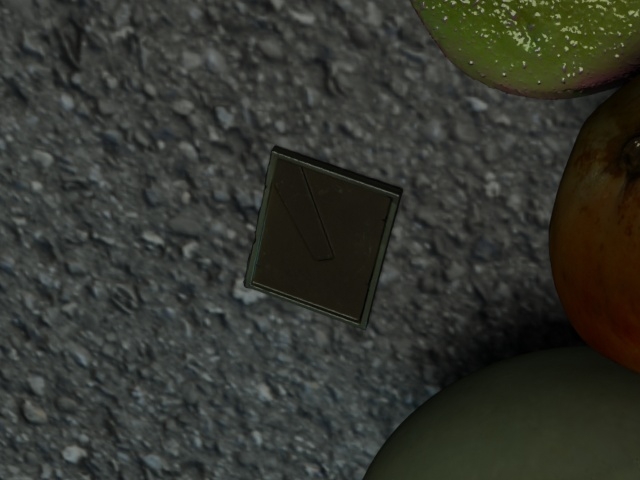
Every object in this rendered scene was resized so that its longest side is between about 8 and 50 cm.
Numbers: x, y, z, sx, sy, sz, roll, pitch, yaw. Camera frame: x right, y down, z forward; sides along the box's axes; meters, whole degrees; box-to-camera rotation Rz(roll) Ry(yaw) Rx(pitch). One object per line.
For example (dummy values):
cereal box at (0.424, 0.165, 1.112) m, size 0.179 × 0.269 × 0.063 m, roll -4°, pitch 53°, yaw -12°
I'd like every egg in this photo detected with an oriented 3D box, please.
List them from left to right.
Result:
egg at (0.195, 0.219, 1.476) m, size 0.336 × 0.278 × 0.278 m, roll -20°, pitch 117°, yaw 39°

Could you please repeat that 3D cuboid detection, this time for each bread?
bread at (0.151, -0.190, 1.341) m, size 0.228 × 0.033 × 0.228 m, roll 11°, pitch 130°, yaw 13°

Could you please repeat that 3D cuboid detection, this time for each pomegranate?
pomegranate at (0.288, 0.002, 1.307) m, size 0.252 × 0.229 × 0.270 m, roll -10°, pitch 145°, yaw 37°

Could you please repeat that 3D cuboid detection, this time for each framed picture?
framed picture at (0.000, 0.000, 1.564) m, size 0.109 × 0.011 × 0.149 m, roll 19°, pitch 130°, yaw 7°
